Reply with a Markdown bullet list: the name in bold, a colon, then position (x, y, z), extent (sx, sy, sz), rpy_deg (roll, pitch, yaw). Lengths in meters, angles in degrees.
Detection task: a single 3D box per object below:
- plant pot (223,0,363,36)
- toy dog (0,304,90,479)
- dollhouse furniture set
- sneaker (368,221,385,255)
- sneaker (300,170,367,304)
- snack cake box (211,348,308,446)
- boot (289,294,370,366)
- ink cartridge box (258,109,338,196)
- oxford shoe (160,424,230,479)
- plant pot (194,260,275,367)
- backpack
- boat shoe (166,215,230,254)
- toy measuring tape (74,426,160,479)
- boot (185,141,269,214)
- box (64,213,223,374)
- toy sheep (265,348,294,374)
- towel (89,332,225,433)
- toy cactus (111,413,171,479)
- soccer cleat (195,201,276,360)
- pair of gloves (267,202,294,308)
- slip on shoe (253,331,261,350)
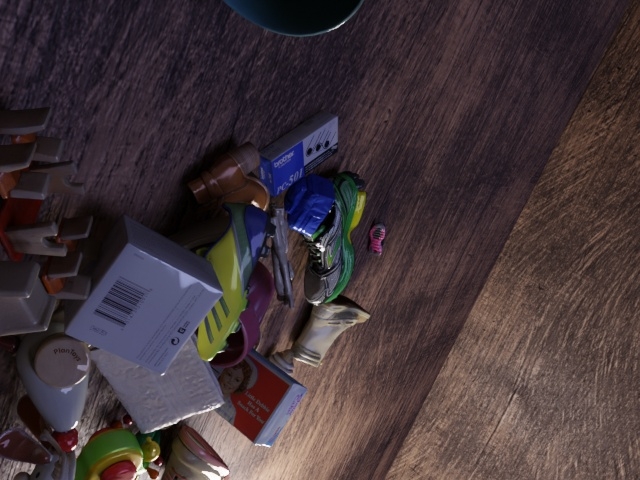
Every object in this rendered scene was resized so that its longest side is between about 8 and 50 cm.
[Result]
- **plant pot**: position (-0.016, -0.484, 0.994), extent (0.293, 0.293, 0.235), rpy_deg (86, 27, -48)
- **toy dog**: position (-0.463, 0.263, 1.112), extent (0.220, 0.161, 0.333), rpy_deg (153, -56, -71)
- **dollhouse furniture set**: position (-0.411, -0.005, 0.919), extent (0.262, 0.135, 0.259), rpy_deg (88, 1, -47)
- **sneaker**: position (0.170, -0.013, 2.006), extent (0.057, 0.047, 0.119), rpy_deg (-53, 160, -42)
- **sneaker**: position (0.000, 0.000, 1.672), extent (0.146, 0.134, 0.343), rpy_deg (-14, 120, -45)
- **snack cake box**: position (-0.179, 0.310, 1.514), extent (0.152, 0.264, 0.089), rpy_deg (-56, 153, -5)
- **boot**: position (0.028, 0.260, 1.981), extent (0.262, 0.095, 0.203), rpy_deg (18, 102, -60)
- **ink cartridge box**: position (-0.044, -0.188, 1.473), extent (0.207, 0.046, 0.097), rpy_deg (-39, 145, -32)
- **oxford shoe**: position (-0.308, 0.556, 1.646), extent (0.146, 0.140, 0.397), rpy_deg (-40, 157, -21)
- **plant pot**: position (-0.191, 0.127, 1.415), extent (0.180, 0.201, 0.201), rpy_deg (-51, 155, -49)
- **backpack**: position (-0.032, -0.079, 1.522), extent (0.098, 0.101, 0.120), rpy_deg (-87, -158, -56)
- **boat shoe**: position (-0.235, 0.033, 1.286), extent (0.324, 0.117, 0.096), rpy_deg (-25, 113, -41)
- **toy measuring tape**: position (-0.459, 0.430, 1.318), extent (0.330, 0.121, 0.121), rpy_deg (-5, 123, -37)
- **boot**: position (-0.182, -0.090, 1.337), extent (0.152, 0.073, 0.197), rpy_deg (-38, 148, -20)
- **box**: position (-0.286, 0.088, 1.110), extent (0.182, 0.119, 0.181), rpy_deg (32, 102, -30)
- **toy sheep**: position (-0.117, 0.345, 1.847), extent (0.132, 0.091, 0.091), rpy_deg (-55, 153, 5)
- **towel**: position (-0.314, 0.257, 1.343), extent (0.187, 0.049, 0.282), rpy_deg (-19, 128, -4)
- **toy cactus**: position (-0.365, 0.418, 1.516), extent (0.180, 0.112, 0.218), rpy_deg (-43, 140, -46)
- **soccer cleat**: position (-0.176, 0.069, 1.231), extent (0.093, 0.121, 0.289), rpy_deg (-165, -84, -76)
- **pair of gloves**: position (-0.081, 0.026, 1.442), extent (0.240, 0.042, 0.204), rpy_deg (-117, -158, -81)
- **slip on shoe**: position (-0.186, 0.275, 1.714), extent (0.041, 0.052, 0.135), rpy_deg (-132, -119, -78)
